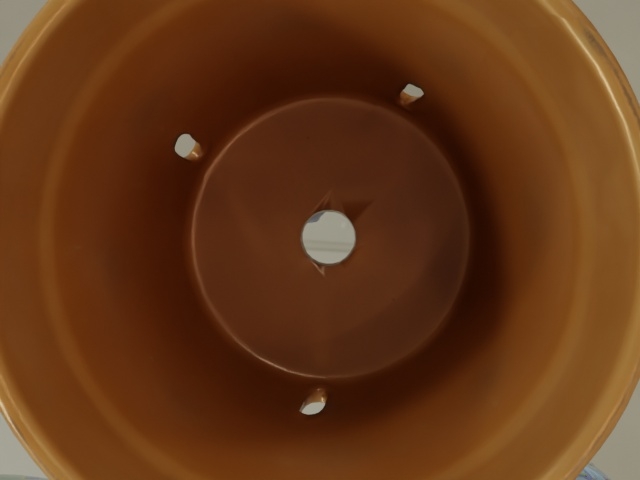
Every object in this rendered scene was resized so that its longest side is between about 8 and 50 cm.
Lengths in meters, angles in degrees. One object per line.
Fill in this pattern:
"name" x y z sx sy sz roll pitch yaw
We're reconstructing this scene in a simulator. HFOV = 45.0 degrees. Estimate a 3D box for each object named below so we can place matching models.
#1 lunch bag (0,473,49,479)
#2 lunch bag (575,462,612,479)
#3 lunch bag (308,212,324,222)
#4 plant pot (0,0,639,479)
"lunch bag" -0.302 0.297 0.710 0.262 0.223 0.160 149 127 -62
"lunch bag" 0.413 0.423 1.179 0.138 0.221 0.293 -63 24 -3
"lunch bag" -0.024 -0.080 1.135 0.065 0.067 0.098 -43 69 43
"plant pot" 0.000 0.000 0.411 0.290 0.203 0.291 0 90 5
